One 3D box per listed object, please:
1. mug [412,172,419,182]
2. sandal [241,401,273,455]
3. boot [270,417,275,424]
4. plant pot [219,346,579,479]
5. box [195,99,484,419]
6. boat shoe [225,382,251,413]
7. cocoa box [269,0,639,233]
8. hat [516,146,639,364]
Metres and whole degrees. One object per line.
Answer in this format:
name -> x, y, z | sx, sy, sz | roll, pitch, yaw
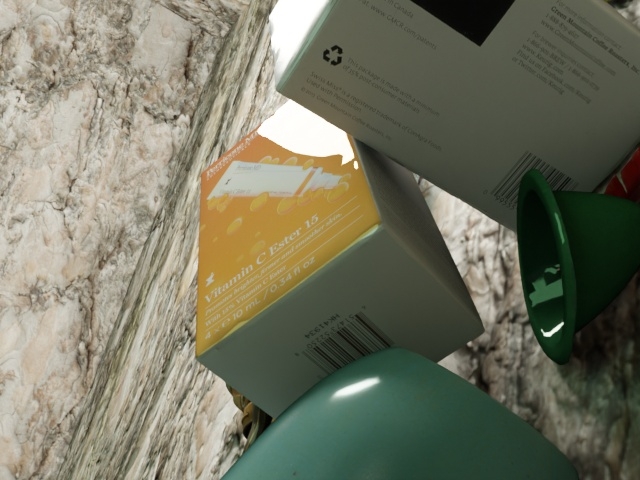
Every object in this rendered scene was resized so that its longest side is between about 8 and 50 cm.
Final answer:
mug -> 0.076, -0.127, 1.167 | 0.150, 0.113, 0.169 | -50, 22, 26
sandal -> -0.081, 0.249, 1.059 | 0.060, 0.090, 0.220 | 18, 105, 45
boot -> -0.019, 0.245, 0.932 | 0.236, 0.089, 0.270 | 158, 131, -85
plant pot -> 0.065, 0.231, 0.588 | 0.235, 0.293, 0.293 | -53, 20, -13
box -> 0.000, 0.000, 0.800 | 0.215, 0.168, 0.345 | -37, 31, 16
boat shoe -> -0.039, 0.144, 1.124 | 0.324, 0.122, 0.120 | -64, 26, 20
cocoa box -> 0.148, -0.205, 0.776 | 0.231, 0.347, 0.228 | -53, 24, 25
hat -> 0.288, 0.000, 0.672 | 0.173, 0.183, 0.209 | -94, -5, -62
